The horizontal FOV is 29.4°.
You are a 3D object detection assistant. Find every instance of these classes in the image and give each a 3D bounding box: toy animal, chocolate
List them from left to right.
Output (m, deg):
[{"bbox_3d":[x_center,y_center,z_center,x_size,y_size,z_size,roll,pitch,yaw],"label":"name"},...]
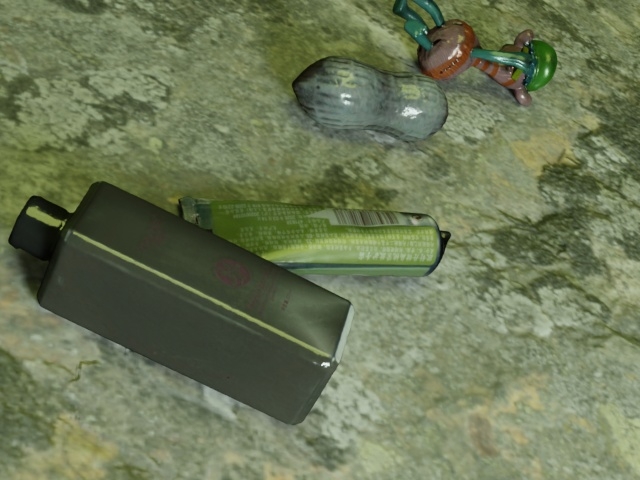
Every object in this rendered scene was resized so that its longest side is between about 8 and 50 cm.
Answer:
[{"bbox_3d":[0.051,-0.138,1.196,0.167,0.072,0.072,9,41,-28],"label":"chocolate"},{"bbox_3d":[0.173,-0.211,1.340,0.208,0.100,0.103,22,-4,-30],"label":"toy animal"}]

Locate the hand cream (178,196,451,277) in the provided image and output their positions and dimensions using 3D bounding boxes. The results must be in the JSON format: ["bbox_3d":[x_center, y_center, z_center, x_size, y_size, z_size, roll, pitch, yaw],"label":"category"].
[{"bbox_3d":[0.000,0.000,1.024,0.235,0.055,0.086,2,41,-22],"label":"hand cream"}]

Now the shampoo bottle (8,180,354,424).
[{"bbox_3d":[-0.103,0.038,0.874,0.246,0.079,0.080,26,36,-5],"label":"shampoo bottle"}]
